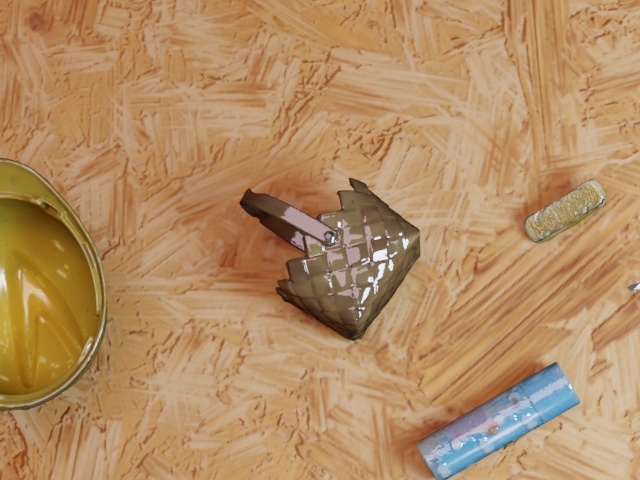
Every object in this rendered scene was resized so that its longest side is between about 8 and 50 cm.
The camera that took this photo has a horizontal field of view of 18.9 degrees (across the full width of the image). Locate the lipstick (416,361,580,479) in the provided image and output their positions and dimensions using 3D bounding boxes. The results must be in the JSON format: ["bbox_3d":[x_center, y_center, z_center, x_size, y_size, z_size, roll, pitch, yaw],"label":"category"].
[{"bbox_3d":[0.170,0.175,1.848,0.158,0.048,0.048,-30,67,2],"label":"lipstick"}]

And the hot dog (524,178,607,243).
[{"bbox_3d":[0.246,-0.029,1.911,0.090,0.034,0.030,-33,77,21],"label":"hot dog"}]

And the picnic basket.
[{"bbox_3d":[0.000,0.000,1.906,0.178,0.128,0.138,33,79,12],"label":"picnic basket"}]

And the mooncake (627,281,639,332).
[{"bbox_3d":[0.405,0.173,1.732,0.150,0.057,0.347,-22,89,12],"label":"mooncake"}]

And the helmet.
[{"bbox_3d":[-0.305,0.058,1.955,0.205,0.140,0.257,-24,73,3],"label":"helmet"}]
